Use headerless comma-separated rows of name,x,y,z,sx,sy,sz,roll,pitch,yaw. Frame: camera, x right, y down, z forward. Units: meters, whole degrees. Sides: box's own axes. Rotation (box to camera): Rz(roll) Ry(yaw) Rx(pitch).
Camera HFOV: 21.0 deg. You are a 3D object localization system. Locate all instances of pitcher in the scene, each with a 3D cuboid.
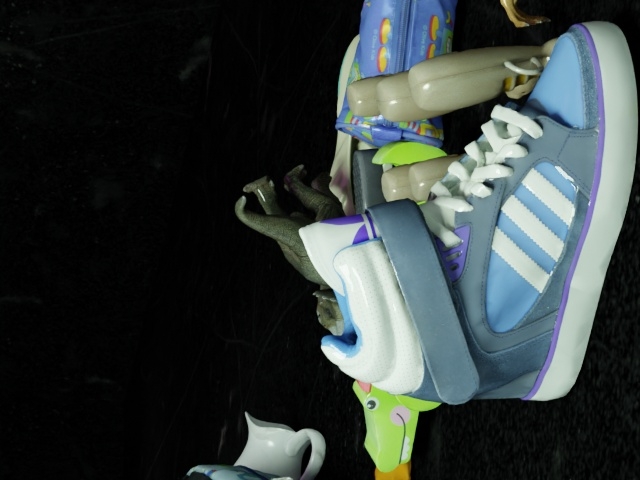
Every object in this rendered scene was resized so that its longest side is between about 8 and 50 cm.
pitcher,-0.066,0.338,2.256,0.177,0.125,0.207,-2,69,62

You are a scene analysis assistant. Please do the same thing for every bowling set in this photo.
bowling set,0.139,-0.075,1.566,0.287,0.154,0.200,-161,60,-76

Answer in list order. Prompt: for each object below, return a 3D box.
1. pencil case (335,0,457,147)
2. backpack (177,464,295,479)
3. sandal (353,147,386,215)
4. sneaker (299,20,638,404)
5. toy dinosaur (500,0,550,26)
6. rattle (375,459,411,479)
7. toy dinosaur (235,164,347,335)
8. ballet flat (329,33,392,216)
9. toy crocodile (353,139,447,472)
pencil case,0.091,-0.248,1.838,0.133,0.119,0.306,-16,-67,-79
backpack,-0.079,0.400,2.019,0.355,0.273,0.290,14,100,56
sandal,0.074,0.028,1.861,0.097,0.054,0.255,-141,47,-81
sneaker,0.107,-0.027,1.373,0.130,0.236,0.323,-128,46,-73
toy dinosaur,0.169,-0.246,1.542,0.211,0.064,0.112,-3,100,41
rattle,0.004,0.254,1.760,0.130,0.199,0.143,122,153,-62
toy dinosaur,0.000,0.000,1.936,0.160,0.121,0.313,51,176,23
ballet flat,0.061,-0.120,2.040,0.086,0.086,0.249,-144,60,-76
toy crocodile,0.083,0.066,1.736,0.115,0.105,0.341,-118,37,-69
